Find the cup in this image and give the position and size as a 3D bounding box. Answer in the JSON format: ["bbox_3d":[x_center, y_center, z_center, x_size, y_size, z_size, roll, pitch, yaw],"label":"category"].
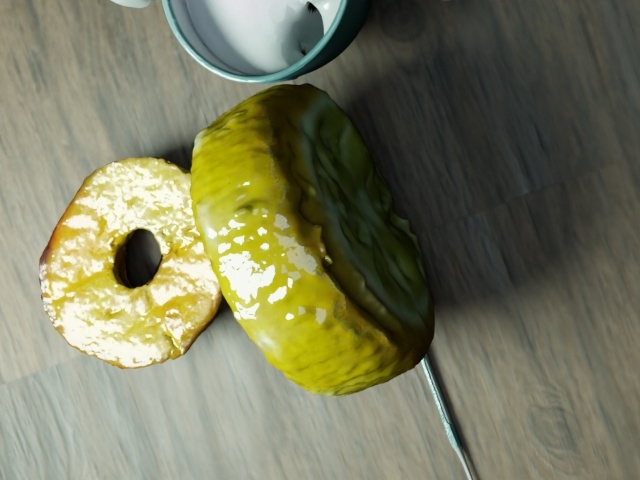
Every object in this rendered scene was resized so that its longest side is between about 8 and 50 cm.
[{"bbox_3d":[-0.030,-0.211,1.202,0.300,0.173,0.167,2,94,14],"label":"cup"}]

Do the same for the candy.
[{"bbox_3d":[0.000,0.000,1.171,0.118,0.260,0.260,-28,87,23],"label":"candy"}]

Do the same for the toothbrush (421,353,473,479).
[{"bbox_3d":[0.111,0.166,1.278,0.014,0.011,0.167,-20,89,21],"label":"toothbrush"}]

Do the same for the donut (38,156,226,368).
[{"bbox_3d":[-0.157,0.019,1.308,0.174,0.074,0.190,14,94,15],"label":"donut"}]
